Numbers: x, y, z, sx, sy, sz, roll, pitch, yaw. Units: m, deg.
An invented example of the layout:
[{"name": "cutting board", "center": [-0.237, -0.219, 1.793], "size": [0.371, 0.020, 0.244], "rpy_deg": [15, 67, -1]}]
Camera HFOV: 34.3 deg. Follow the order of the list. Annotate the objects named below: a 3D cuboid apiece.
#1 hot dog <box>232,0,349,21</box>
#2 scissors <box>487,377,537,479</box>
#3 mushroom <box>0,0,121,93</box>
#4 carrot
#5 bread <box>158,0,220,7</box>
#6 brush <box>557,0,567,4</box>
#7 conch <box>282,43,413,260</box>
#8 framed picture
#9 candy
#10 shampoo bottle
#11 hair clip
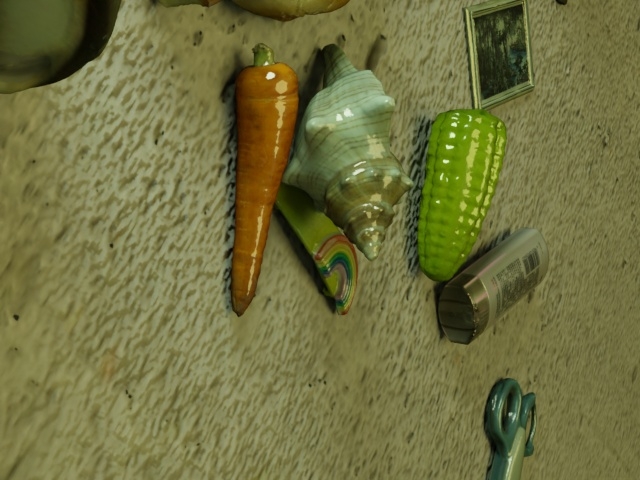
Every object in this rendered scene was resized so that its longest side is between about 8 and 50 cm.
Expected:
[{"name": "hot dog", "center": [0.005, -0.270, 1.011], "size": [0.242, 0.084, 0.073], "rpy_deg": [-51, 130, -40]}, {"name": "scissors", "center": [0.254, 0.340, 1.441], "size": [0.138, 0.041, 0.289], "rpy_deg": [36, 60, -48]}, {"name": "mushroom", "center": [-0.210, -0.234, 0.634], "size": [0.267, 0.189, 0.164], "rpy_deg": [46, 43, -43]}, {"name": "carrot", "center": [-0.055, -0.055, 0.972], "size": [0.061, 0.061, 0.257], "rpy_deg": [-3, 99, -54]}, {"name": "bread", "center": [-0.040, -0.349, 0.946], "size": [0.361, 0.077, 0.138], "rpy_deg": [-48, 128, -40]}, {"name": "brush", "center": [0.378, -0.449, 1.552], "size": [0.034, 0.027, 0.190], "rpy_deg": [12, 84, -52]}, {"name": "conch", "center": [0.021, -0.091, 0.996], "size": [0.114, 0.137, 0.234], "rpy_deg": [-13, 84, -25]}, {"name": "framed picture", "center": [0.247, -0.255, 1.403], "size": [0.183, 0.011, 0.142], "rpy_deg": [-27, 114, -50]}, {"name": "candy", "center": [0.161, -0.053, 1.242], "size": [0.097, 0.097, 0.209], "rpy_deg": [17, 85, -53]}, {"name": "shampoo bottle", "center": [0.233, 0.057, 1.374], "size": [0.227, 0.056, 0.086], "rpy_deg": [-31, 119, -48]}, {"name": "hair clip", "center": [0.000, 0.000, 1.070], "size": [0.188, 0.033, 0.060], "rpy_deg": [57, 47, -40]}]
